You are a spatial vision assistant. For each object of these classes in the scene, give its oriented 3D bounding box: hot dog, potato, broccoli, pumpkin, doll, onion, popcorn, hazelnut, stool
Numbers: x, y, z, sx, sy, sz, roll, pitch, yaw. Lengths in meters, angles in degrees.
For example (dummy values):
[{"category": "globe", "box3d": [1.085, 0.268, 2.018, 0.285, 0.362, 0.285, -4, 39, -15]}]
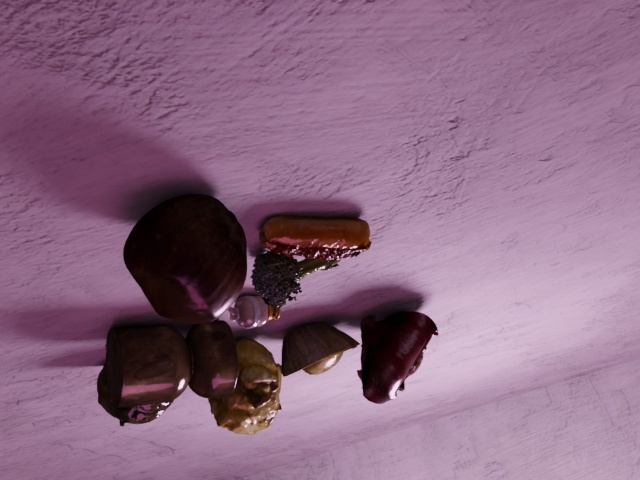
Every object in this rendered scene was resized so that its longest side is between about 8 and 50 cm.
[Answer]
[{"category": "hot dog", "box3d": [0.000, 0.000, 1.603, 0.249, 0.076, 0.102, 2, 148, -31]}, {"category": "potato", "box3d": [0.004, 0.329, 2.320, 0.137, 0.070, 0.091, -29, 153, 30]}, {"category": "broccoli", "box3d": [-0.044, 0.056, 1.680, 0.204, 0.118, 0.122, -20, 174, -40]}, {"category": "pumpkin", "box3d": [-0.400, 0.348, 2.031, 0.278, 0.163, 0.111, -7, 156, -18]}, {"category": "doll", "box3d": [-0.160, 0.158, 1.872, 0.127, 0.073, 0.084, 0, -176, -34]}, {"category": "onion", "box3d": [0.173, 0.284, 2.177, 0.272, 0.195, 0.272, -53, 175, -7]}, {"category": "popcorn", "box3d": [-0.174, 0.370, 2.093, 0.192, 0.233, 0.266, 22, 166, -16]}, {"category": "hazelnut", "box3d": [-0.212, 0.035, 1.409, 0.217, 0.218, 0.234, -13, 156, -4]}, {"category": "stool", "box3d": [-0.340, 0.276, 1.890, 0.264, 0.179, 0.179, -1, 153, -26]}, {"category": "pumpkin", "box3d": [-0.016, 0.269, 2.152, 0.217, 0.110, 0.217, -26, 167, -6]}]
